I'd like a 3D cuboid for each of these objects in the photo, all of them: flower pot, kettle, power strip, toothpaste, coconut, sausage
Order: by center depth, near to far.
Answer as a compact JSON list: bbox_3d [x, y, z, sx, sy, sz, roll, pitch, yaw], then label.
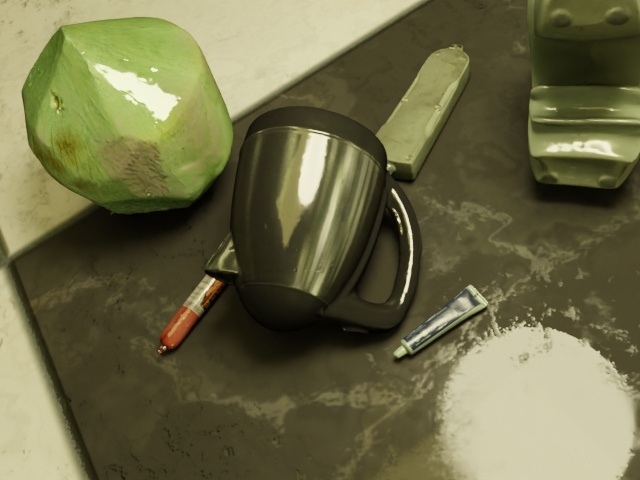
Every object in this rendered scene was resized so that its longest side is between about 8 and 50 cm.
[{"bbox_3d":[0.340,-0.251,0.792,0.164,0.367,0.254,6,57,24],"label":"flower pot"},{"bbox_3d":[0.150,0.108,0.812,0.140,0.021,0.037,-34,61,-11],"label":"toothpaste"},{"bbox_3d":[-0.016,-0.001,0.854,0.207,0.250,0.271,-14,54,44],"label":"kettle"},{"bbox_3d":[-0.154,0.060,0.923,0.034,0.034,0.253,25,66,29],"label":"sausage"},{"bbox_3d":[-0.294,-0.189,0.954,0.328,0.328,0.281,20,66,27],"label":"coconut"},{"bbox_3d":[0.163,-0.208,1.011,0.080,0.048,0.286,19,63,24],"label":"power strip"}]
